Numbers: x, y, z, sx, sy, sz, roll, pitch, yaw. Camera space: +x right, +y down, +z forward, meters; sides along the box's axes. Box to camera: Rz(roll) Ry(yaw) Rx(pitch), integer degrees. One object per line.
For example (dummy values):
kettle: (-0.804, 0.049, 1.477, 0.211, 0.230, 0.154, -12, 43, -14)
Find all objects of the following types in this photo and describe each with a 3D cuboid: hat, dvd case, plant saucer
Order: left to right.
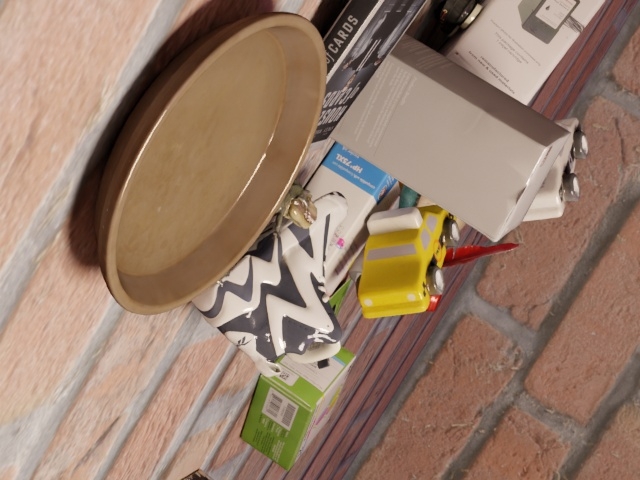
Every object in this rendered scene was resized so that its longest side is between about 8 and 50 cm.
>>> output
plant saucer: (-0.091, -0.066, 1.140, 0.278, 0.041, 0.278, -48, 158, -27)
dvd case: (0.030, -0.181, 1.371, 0.238, 0.029, 0.179, -55, 171, 18)
hat: (0.193, 0.070, 2.390, 0.173, 0.183, 0.208, -47, 165, -40)

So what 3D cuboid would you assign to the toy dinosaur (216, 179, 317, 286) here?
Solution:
toy dinosaur: (-0.081, -0.019, 1.362, 0.118, 0.064, 0.268, -61, 163, 5)

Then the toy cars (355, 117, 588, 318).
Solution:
toy cars: (0.180, -0.052, 1.676, 0.394, 0.176, 0.087, -34, 122, -18)

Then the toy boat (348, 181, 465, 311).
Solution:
toy boat: (0.150, -0.046, 2.078, 0.267, 0.148, 0.318, -45, 157, -63)

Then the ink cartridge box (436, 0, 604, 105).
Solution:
ink cartridge box: (0.228, -0.242, 1.759, 0.273, 0.115, 0.198, -51, -174, -31)

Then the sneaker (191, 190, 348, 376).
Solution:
sneaker: (-0.019, 0.057, 1.514, 0.094, 0.153, 0.235, -26, -168, 41)

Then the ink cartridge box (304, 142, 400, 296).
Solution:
ink cartridge box: (0.000, 0.000, 1.678, 0.231, 0.078, 0.134, -56, 168, -7)

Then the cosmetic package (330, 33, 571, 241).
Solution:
cosmetic package: (0.136, -0.118, 1.523, 0.127, 0.238, 0.107, -62, 167, 26)

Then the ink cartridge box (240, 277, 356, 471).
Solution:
ink cartridge box: (-0.002, 0.202, 2.164, 0.255, 0.097, 0.189, -47, 165, -37)

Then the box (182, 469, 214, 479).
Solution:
box: (-0.187, 0.384, 1.920, 0.058, 0.087, 0.232, -57, 170, 13)

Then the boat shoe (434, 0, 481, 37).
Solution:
boat shoe: (0.162, -0.277, 1.692, 0.049, 0.042, 0.133, -54, -177, 1)
